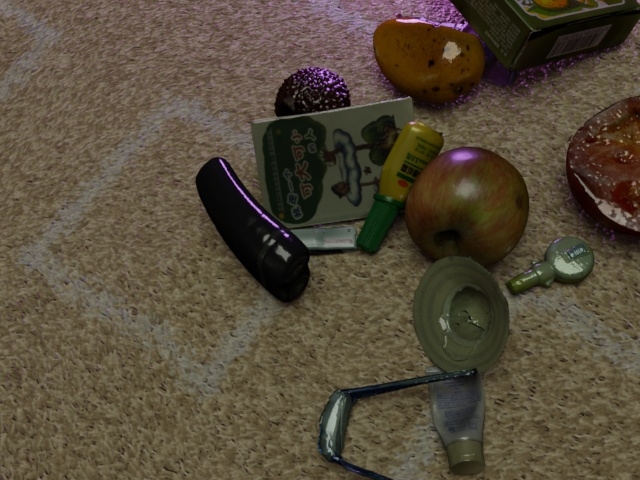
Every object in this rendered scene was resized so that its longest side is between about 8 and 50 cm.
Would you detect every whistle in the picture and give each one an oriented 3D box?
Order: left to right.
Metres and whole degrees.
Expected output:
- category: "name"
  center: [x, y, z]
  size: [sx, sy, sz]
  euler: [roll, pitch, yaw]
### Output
- category: "whistle"
  center: [0.495, 0.059, 1.724]
  size: [0.198, 0.057, 0.104]
  euler: [-23, 64, -6]

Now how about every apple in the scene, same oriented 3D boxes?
- category: "apple"
  center: [0.318, -0.078, 1.706]
  size: [0.264, 0.264, 0.264]
  euler: [-3, 64, 5]

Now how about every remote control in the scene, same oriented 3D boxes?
- category: "remote control"
  center: [0.000, 0.000, 1.824]
  size: [0.166, 0.029, 0.065]
  euler: [-4, 63, 5]

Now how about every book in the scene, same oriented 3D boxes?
- category: "book"
  center: [0.043, -0.172, 1.821]
  size: [0.371, 0.043, 0.260]
  euler: [-9, 100, 2]

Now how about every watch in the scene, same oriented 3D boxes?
- category: "watch"
  center: [0.145, 0.346, 1.588]
  size: [0.275, 0.068, 0.276]
  euler: [11, 67, 29]

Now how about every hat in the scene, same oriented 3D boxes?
- category: "hat"
  center: [0.319, 0.151, 1.665]
  size: [0.110, 0.252, 0.252]
  euler: [-1, 54, -42]

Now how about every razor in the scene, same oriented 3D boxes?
- category: "razor"
  center: [-0.155, -0.022, 1.758]
  size: [0.113, 0.204, 0.349]
  euler: [-35, 64, -16]

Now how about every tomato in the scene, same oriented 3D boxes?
- category: "tomato"
  center: [0.694, -0.140, 1.750]
  size: [0.338, 0.143, 0.338]
  euler: [-1, 68, 2]

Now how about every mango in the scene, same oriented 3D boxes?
- category: "mango"
  center: [0.251, -0.436, 1.926]
  size: [0.290, 0.160, 0.191]
  euler: [27, 104, 20]

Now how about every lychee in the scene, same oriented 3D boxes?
- category: "lychee"
  center: [-0.017, -0.328, 1.906]
  size: [0.188, 0.188, 0.188]
  euler: [-3, 64, 5]

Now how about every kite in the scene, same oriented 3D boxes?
- category: "kite"
  center: [0.347, -0.504, 2.031]
  size: [0.361, 0.022, 0.204]
  euler: [16, 68, 9]

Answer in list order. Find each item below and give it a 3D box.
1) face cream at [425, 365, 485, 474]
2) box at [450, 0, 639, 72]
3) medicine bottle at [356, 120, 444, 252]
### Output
- category: "face cream"
  center: [0.282, 0.353, 1.616]
  size: [0.114, 0.070, 0.224]
  euler: [-5, 52, 2]
- category: "box"
  center: [0.506, -0.620, 1.935]
  size: [0.373, 0.138, 0.420]
  euler: [-18, 62, -26]
- category: "medicine bottle"
  center: [0.168, -0.115, 1.774]
  size: [0.309, 0.111, 0.076]
  euler: [-62, 32, 10]
